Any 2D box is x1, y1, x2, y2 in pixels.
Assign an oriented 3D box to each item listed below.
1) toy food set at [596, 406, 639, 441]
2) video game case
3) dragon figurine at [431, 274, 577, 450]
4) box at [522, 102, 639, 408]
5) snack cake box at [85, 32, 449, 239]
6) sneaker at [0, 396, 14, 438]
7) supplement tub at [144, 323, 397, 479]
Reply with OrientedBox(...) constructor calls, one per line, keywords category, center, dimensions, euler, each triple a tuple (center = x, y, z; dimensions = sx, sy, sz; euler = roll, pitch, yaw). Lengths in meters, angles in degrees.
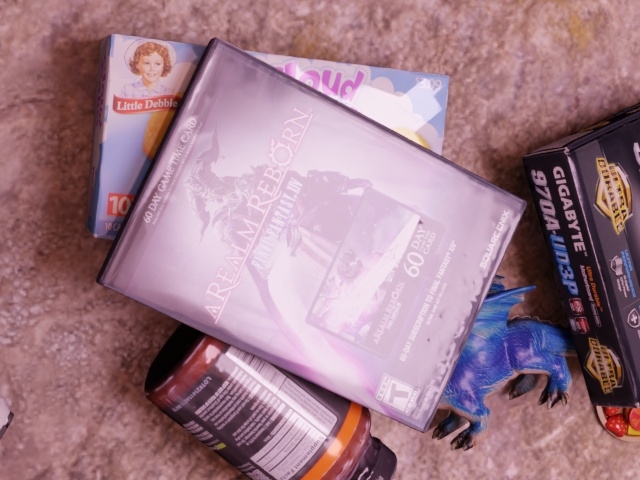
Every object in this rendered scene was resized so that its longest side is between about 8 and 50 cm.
OrientedBox(category="toy food set", center=(0.282, 0.138, 1.118), dimensions=(0.082, 0.020, 0.083), euler=(6, 92, -15))
OrientedBox(category="video game case", center=(0.000, 0.000, 0.937), dimensions=(0.274, 0.026, 0.196), euler=(26, 84, -17))
OrientedBox(category="dragon figurine", center=(0.136, 0.075, 1.042), dimensions=(0.289, 0.085, 0.144), euler=(-23, 100, -10))
OrientedBox(category="box", center=(0.266, 0.005, 1.054), dimensions=(0.175, 0.051, 0.220), euler=(-23, 100, -38))
OrientedBox(category="snack cake box", center=(-0.043, -0.069, 0.985), dimensions=(0.264, 0.089, 0.152), euler=(5, 94, -15))
OrientedBox(category="sneaker", center=(-0.363, 0.172, 0.923), dimensions=(0.271, 0.100, 0.108), euler=(-35, 94, -16))
OrientedBox(category="supplement tub", center=(-0.034, 0.137, 0.994), dimensions=(0.198, 0.106, 0.106), euler=(40, 84, -14))
